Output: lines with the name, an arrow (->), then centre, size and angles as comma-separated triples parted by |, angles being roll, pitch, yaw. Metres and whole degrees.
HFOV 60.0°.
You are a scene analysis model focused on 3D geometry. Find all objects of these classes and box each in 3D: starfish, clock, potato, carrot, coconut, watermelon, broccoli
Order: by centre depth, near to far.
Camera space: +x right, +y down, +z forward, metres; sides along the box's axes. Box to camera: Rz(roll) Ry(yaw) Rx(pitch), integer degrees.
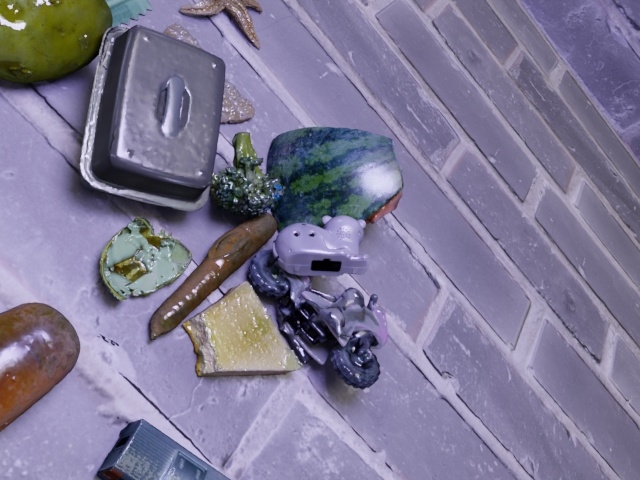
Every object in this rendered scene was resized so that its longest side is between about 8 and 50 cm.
carrot -> -0.442, 0.200, 0.687 | 0.138, 0.139, 0.301 | 45, 49, -12
potato -> -0.464, -0.350, 0.891 | 0.149, 0.186, 0.253 | 27, 32, 31
coconut -> -0.298, 0.031, 0.927 | 0.158, 0.055, 0.133 | -9, 74, -42
carrot -> -0.191, 0.052, 0.997 | 0.070, 0.070, 0.342 | 49, 50, -9
clock -> 0.000, 0.000, 1.024 | 0.176, 0.080, 0.117 | 2, 51, -5
broccoli -> -0.143, -0.120, 1.040 | 0.167, 0.155, 0.160 | -8, 92, -47
watermelon -> 0.042, -0.144, 1.192 | 0.250, 0.283, 0.292 | 67, 20, -12
starfish -> -0.229, -0.561, 1.270 | 0.277, 0.062, 0.235 | 35, 47, -15

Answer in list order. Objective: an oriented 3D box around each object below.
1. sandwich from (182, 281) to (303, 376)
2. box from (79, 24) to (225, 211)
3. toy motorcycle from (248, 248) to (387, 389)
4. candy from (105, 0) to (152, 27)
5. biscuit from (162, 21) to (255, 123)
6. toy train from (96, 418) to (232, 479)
sandwich -> -0.142, 0.192, 0.975 | 0.162, 0.058, 0.193 | -37, 96, -40
box -> -0.281, -0.201, 0.942 | 0.221, 0.166, 0.290 | 13, 75, -35
toy motorcycle -> 0.011, 0.131, 1.077 | 0.327, 0.143, 0.188 | 46, 39, 8
candy -> -0.494, -0.565, 1.011 | 0.263, 0.172, 0.397 | -43, 119, -32
biscuit -> -0.253, -0.328, 1.146 | 0.250, 0.032, 0.133 | 49, 50, -11
toy train -> -0.143, 0.423, 0.846 | 0.409, 0.089, 0.086 | 41, 45, -15
